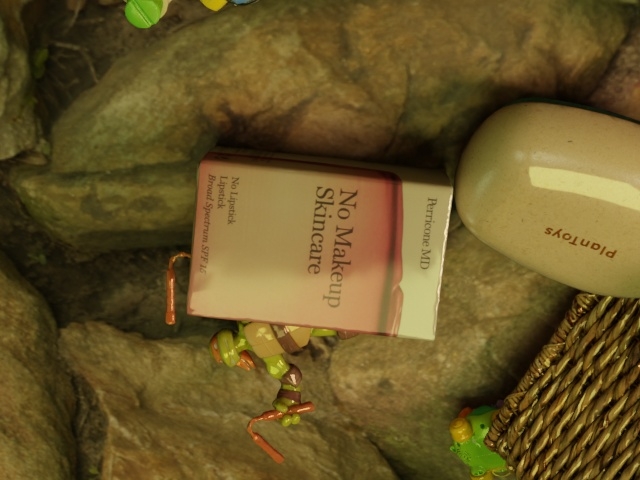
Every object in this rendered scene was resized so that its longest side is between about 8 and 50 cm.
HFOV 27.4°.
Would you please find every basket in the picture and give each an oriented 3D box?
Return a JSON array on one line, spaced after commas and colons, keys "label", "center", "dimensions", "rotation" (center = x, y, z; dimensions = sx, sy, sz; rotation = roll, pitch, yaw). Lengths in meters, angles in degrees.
[{"label": "basket", "center": [0.360, 0.173, 1.356], "dimensions": [0.213, 0.223, 0.299], "rotation": [2, 125, -43]}]

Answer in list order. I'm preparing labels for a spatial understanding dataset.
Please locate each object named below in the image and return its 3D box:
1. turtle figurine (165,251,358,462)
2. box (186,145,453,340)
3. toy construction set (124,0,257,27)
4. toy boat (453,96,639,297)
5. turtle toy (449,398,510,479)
[{"label": "turtle figurine", "center": [-0.026, 0.095, 1.371], "dimensions": [0.217, 0.087, 0.269], "rotation": [-20, 111, 10]}, {"label": "box", "center": [0.000, 0.000, 1.228], "dimensions": [0.232, 0.127, 0.148], "rotation": [6, 100, 1]}, {"label": "toy construction set", "center": [-0.096, -0.292, 1.021], "dimensions": [0.215, 0.151, 0.328], "rotation": [38, 135, -23]}, {"label": "toy boat", "center": [0.282, -0.086, 1.165], "dimensions": [0.268, 0.148, 0.318], "rotation": [24, 136, -6]}, {"label": "turtle toy", "center": [0.206, 0.215, 1.464], "dimensions": [0.130, 0.066, 0.095], "rotation": [-16, 120, 17]}]
